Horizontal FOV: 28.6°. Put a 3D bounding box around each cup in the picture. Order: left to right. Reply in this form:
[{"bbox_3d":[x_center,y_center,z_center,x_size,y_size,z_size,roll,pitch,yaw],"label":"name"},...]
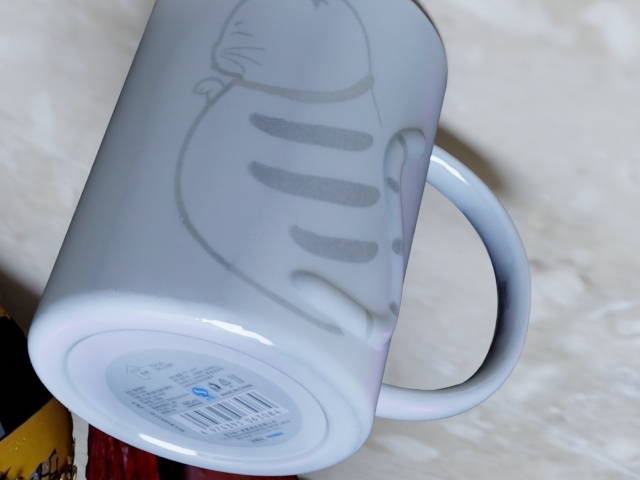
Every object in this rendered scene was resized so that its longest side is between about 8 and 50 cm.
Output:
[{"bbox_3d":[-0.002,-0.006,0.372,0.136,0.133,0.099,9,146,9],"label":"cup"}]

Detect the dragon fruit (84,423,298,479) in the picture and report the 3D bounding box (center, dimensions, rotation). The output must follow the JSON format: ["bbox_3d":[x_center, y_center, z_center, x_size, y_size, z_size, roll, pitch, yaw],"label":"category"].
[{"bbox_3d":[-0.041,0.140,0.492,0.100,0.282,0.343,-6,-177,-15],"label":"dragon fruit"}]

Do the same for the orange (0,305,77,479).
[{"bbox_3d":[-0.233,0.101,0.577,0.234,0.182,0.234,5,118,8],"label":"orange"}]
